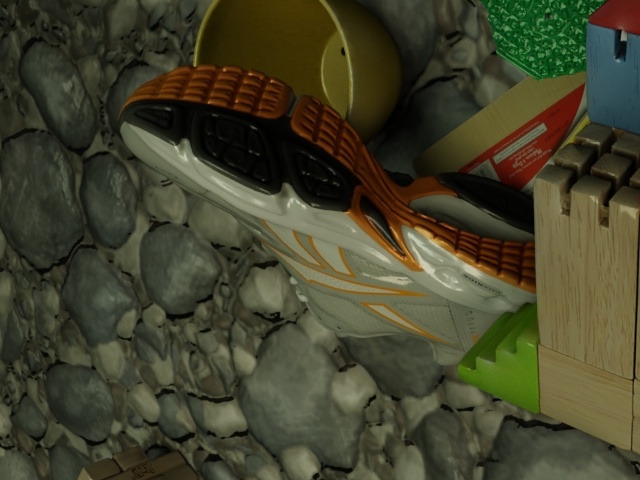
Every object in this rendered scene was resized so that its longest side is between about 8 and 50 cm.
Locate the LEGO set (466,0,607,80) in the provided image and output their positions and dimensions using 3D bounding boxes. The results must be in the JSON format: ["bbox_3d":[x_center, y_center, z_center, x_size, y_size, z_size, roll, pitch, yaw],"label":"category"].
[{"bbox_3d":[0.090,-0.254,0.578,0.331,0.192,0.255,29,126,14],"label":"LEGO set"}]

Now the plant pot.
[{"bbox_3d":[-0.001,-0.105,0.731,0.134,0.095,0.134,11,107,40],"label":"plant pot"}]

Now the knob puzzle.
[{"bbox_3d":[0.161,-0.005,0.654,0.213,0.030,0.213,10,105,39],"label":"knob puzzle"}]

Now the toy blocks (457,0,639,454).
[{"bbox_3d":[0.227,0.000,0.423,0.381,0.191,0.261,21,138,35],"label":"toy blocks"}]

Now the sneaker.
[{"bbox_3d":[0.000,0.000,0.651,0.262,0.099,0.121,26,131,-4],"label":"sneaker"}]

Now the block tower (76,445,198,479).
[{"bbox_3d":[-0.071,0.310,0.890,0.335,0.091,0.097,46,126,24],"label":"block tower"}]
